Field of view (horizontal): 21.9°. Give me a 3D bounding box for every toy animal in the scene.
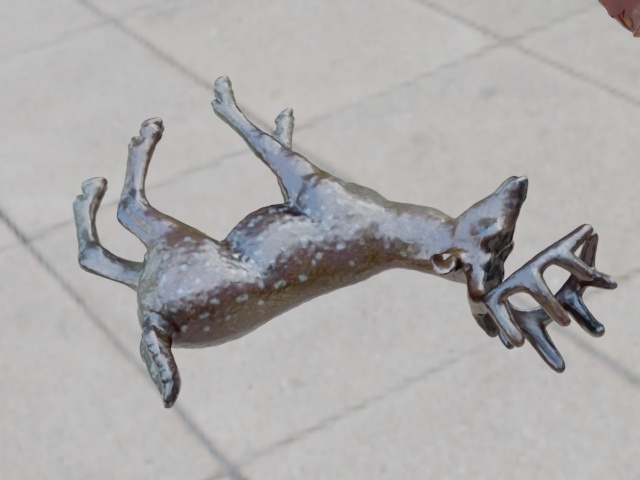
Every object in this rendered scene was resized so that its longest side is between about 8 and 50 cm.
[{"bbox_3d":[0.004,0.011,0.921,0.243,0.087,0.260,-31,55,-10],"label":"toy animal"}]

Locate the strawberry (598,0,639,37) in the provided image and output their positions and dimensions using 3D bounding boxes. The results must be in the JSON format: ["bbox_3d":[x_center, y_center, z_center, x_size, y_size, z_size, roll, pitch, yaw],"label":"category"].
[{"bbox_3d":[0.116,-0.113,0.513,0.048,0.104,0.152,-34,16,40],"label":"strawberry"}]
